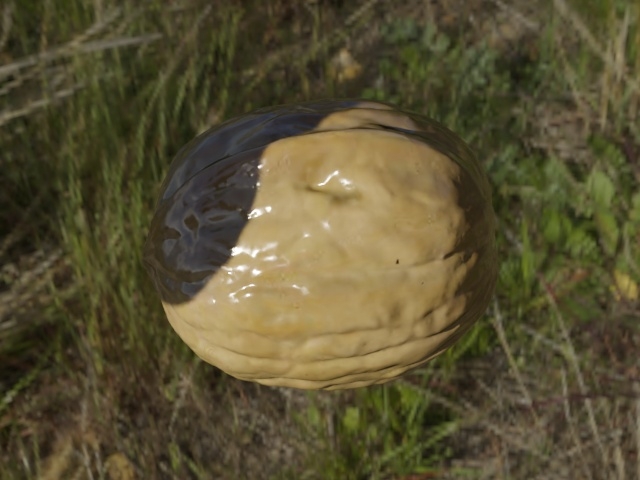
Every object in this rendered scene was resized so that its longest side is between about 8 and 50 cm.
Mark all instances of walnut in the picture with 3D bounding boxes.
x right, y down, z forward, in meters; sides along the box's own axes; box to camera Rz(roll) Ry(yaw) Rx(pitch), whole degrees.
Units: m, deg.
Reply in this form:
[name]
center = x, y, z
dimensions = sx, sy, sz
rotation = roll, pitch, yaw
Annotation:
[walnut]
center = 0.000, 0.000, 0.946
dimensions = 0.260, 0.225, 0.225
rotation = -6, 46, -4
